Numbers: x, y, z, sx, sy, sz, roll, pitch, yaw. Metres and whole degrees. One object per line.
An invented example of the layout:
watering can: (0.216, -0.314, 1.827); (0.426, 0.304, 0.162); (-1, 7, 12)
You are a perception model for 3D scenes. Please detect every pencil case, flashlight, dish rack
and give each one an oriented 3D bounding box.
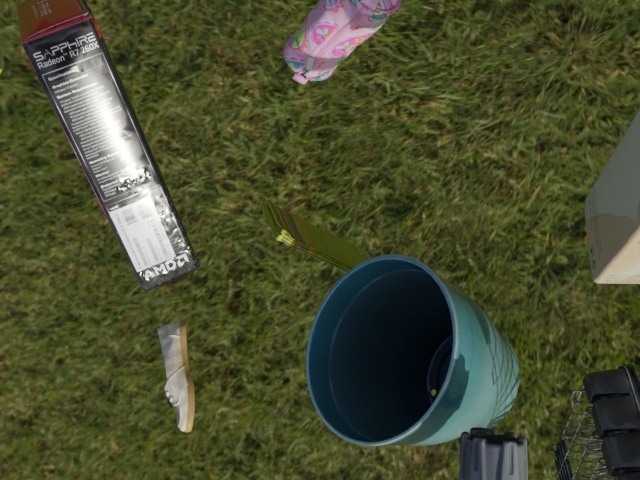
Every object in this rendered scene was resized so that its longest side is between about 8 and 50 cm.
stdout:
pencil case: (0.034, -0.404, 1.395); (0.124, 0.124, 0.284); (56, 145, -1)
flashlight: (0.208, 0.386, 0.875); (0.103, 0.103, 0.304); (0, 85, 30)
dish rack: (0.381, 0.320, 1.003); (0.074, 0.208, 0.272); (0, 137, 2)

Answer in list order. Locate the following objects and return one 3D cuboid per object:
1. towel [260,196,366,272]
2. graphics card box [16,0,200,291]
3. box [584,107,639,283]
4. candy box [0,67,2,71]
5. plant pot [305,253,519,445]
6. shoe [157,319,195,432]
towel: (0.000, 0.000, 1.257); (0.021, 0.237, 0.102); (-47, 43, 19)
graphics card box: (-0.288, -0.139, 1.008); (0.094, 0.233, 0.371); (-25, 124, -10)
box: (0.404, -0.054, 0.819); (0.147, 0.311, 0.121); (-1, 69, 7)
candy box: (-0.456, -0.225, 0.861); (0.105, 0.206, 0.027); (35, 95, -10)
plant pot: (0.163, 0.186, 1.124); (0.271, 0.255, 0.272); (-21, 59, 39)
shoe: (-0.277, 0.260, 1.416); (0.058, 0.076, 0.219); (-3, 62, -15)
